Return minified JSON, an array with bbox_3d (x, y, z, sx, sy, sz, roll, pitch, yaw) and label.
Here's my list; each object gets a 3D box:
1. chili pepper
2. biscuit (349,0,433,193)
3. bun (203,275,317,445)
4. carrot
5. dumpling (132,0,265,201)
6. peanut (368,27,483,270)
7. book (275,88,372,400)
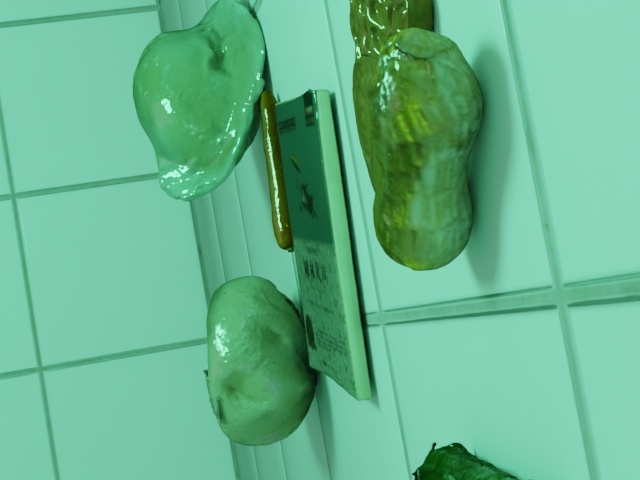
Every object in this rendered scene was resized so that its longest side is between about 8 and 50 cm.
[{"bbox_3d":[0.134,0.201,0.864,0.227,0.059,0.088,135,129,-73],"label":"chili pepper"},{"bbox_3d":[0.062,-0.148,0.980,0.202,0.044,0.288,-127,28,-67],"label":"biscuit"},{"bbox_3d":[-0.090,0.184,1.673,0.273,0.169,0.272,-5,-90,-89],"label":"bun"},{"bbox_3d":[-0.060,-0.103,1.598,0.043,0.043,0.247,134,128,-76],"label":"carrot"},{"bbox_3d":[-0.198,-0.229,1.753,0.270,0.212,0.320,143,107,-74],"label":"dumpling"},{"bbox_3d":[0.081,-0.065,0.841,0.087,0.087,0.206,-115,17,-53],"label":"peanut"},{"bbox_3d":[0.000,0.000,1.407,0.264,0.031,0.379,-172,73,-77],"label":"book"}]
